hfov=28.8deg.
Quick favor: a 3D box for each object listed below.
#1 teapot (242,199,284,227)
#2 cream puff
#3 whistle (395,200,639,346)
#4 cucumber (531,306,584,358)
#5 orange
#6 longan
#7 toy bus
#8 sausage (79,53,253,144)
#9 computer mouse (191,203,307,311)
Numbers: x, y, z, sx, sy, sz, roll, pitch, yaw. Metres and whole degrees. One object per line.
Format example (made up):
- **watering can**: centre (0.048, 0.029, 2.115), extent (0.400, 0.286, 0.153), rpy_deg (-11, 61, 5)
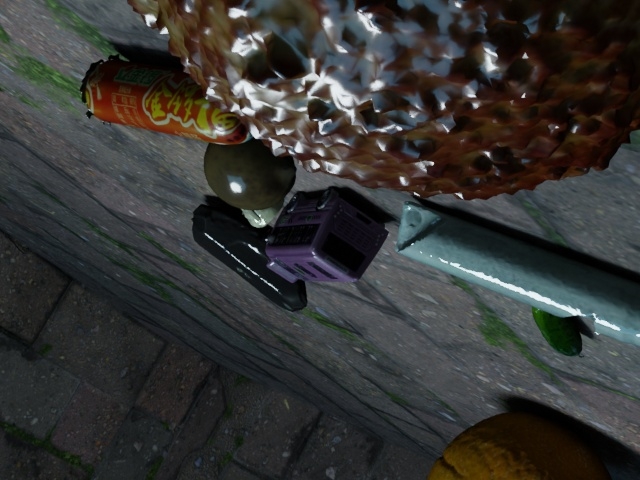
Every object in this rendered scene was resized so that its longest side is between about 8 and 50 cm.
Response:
- **teapot**: centre (-0.089, -0.059, 1.550), extent (0.057, 0.067, 0.083), rpy_deg (-30, 125, 22)
- **cream puff**: centre (0.030, -0.144, 0.559), extent (0.350, 0.228, 0.350), rpy_deg (30, 170, 6)
- **whistle**: centre (0.210, 0.034, 1.248), extent (0.312, 0.062, 0.062), rpy_deg (22, 166, 30)
- **cucumber**: centre (0.267, 0.095, 1.420), extent (0.039, 0.039, 0.168), rpy_deg (20, 162, 36)
- **orange**: centre (0.324, 0.445, 2.038), extent (0.322, 0.322, 0.357), rpy_deg (25, 173, 16)
- **longan**: centre (-0.073, -0.082, 1.346), extent (0.113, 0.092, 0.113), rpy_deg (19, 144, 15)
- **toy bus**: centre (0.000, 0.000, 1.489), extent (0.087, 0.098, 0.178), rpy_deg (33, 168, -19)
- **sausage**: centre (-0.145, -0.145, 1.300), extent (0.264, 0.083, 0.083), rpy_deg (14, 161, 44)
- **computer mouse**: centre (-0.098, 0.019, 1.842), extent (0.217, 0.073, 0.122), rpy_deg (37, 164, -6)
